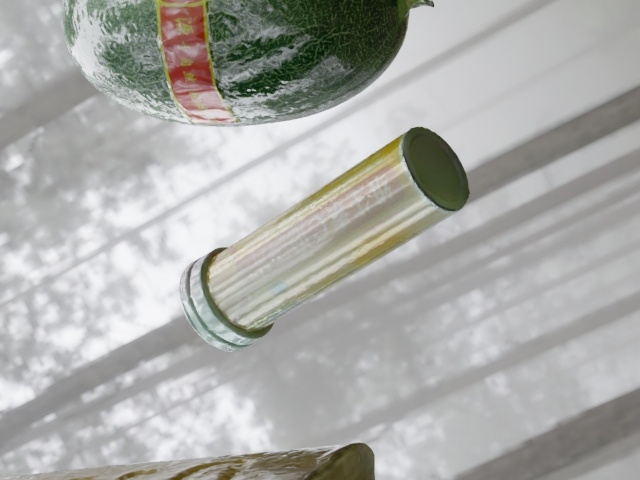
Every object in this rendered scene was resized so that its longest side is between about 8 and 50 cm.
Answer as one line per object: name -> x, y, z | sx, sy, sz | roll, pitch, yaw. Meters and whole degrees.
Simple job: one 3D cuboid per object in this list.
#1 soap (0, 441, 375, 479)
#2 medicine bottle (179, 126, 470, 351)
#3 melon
soap -> -0.118, 0.171, 0.759 | 0.173, 0.274, 0.089 | -24, -76, -65
medicine bottle -> 0.000, 0.000, 1.007 | 0.074, 0.218, 0.074 | 28, -135, -33
melon -> -0.055, -0.174, 1.113 | 0.182, 0.288, 0.182 | -2, -90, -71
